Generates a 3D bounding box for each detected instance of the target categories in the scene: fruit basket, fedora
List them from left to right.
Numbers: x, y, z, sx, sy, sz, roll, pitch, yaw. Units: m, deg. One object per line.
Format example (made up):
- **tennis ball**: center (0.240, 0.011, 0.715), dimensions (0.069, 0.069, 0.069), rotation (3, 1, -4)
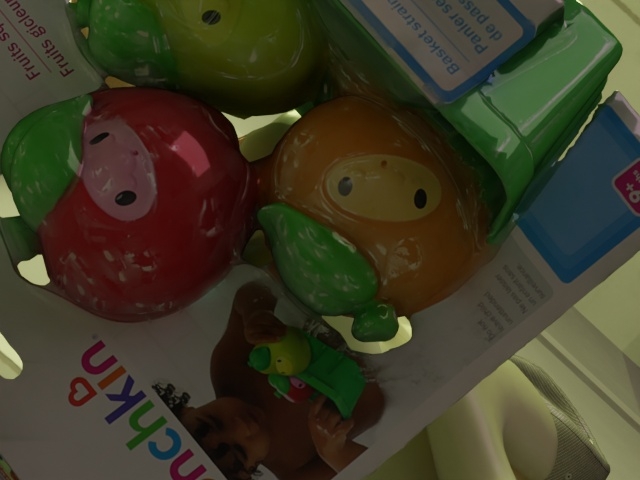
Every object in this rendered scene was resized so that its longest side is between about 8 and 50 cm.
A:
- **fruit basket**: center (-0.041, -0.046, 0.704), dimensions (0.327, 0.353, 0.165), rotation (50, -22, 13)
- **fedora**: center (0.214, 0.209, 1.590), dimensions (0.275, 0.124, 0.244), rotation (41, 13, -8)

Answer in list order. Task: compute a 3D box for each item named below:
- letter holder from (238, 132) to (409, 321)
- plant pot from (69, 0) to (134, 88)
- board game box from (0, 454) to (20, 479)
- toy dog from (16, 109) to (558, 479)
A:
- **letter holder**: center (0.000, 0.000, 1.627), dimensions (0.302, 0.214, 0.152), rotation (-120, -169, -52)
- **plant pot**: center (-0.251, -0.152, 1.315), dimensions (0.167, 0.167, 0.165), rotation (51, 7, 30)
- **board game box**: center (-0.209, 0.091, 0.582), dimensions (0.224, 0.097, 0.303), rotation (49, -1, 0)
- **toy dog**: center (0.027, 0.184, 0.926), dimensions (0.408, 0.284, 0.395), rotation (46, -7, 9)
